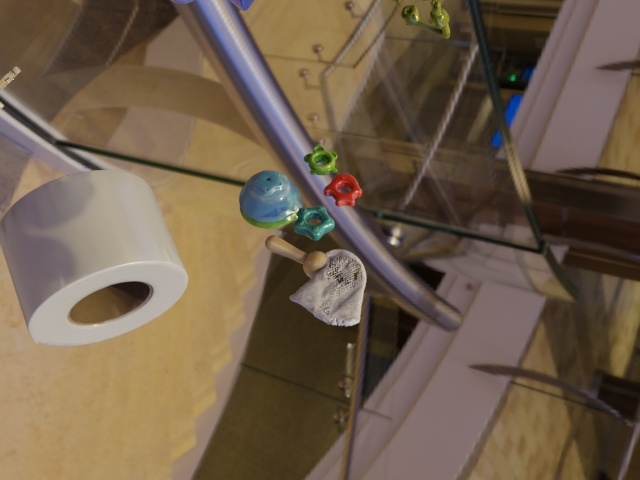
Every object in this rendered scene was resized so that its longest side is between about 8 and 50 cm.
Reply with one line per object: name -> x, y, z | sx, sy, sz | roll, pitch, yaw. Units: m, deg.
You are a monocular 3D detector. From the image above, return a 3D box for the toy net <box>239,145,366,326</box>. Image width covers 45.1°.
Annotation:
toy net -> 0.000, 0.000, 0.797 | 0.122, 0.232, 0.045 | -17, 143, -14

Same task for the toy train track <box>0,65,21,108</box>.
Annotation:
toy train track -> -0.475, -0.225, 1.135 | 0.083, 0.014, 0.048 | -47, 111, -10

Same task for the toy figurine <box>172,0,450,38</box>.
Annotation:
toy figurine -> -0.051, -0.278, 0.758 | 0.217, 0.362, 0.191 | -47, 171, -17

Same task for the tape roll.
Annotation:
tape roll -> -0.345, 0.030, 1.178 | 0.246, 0.169, 0.246 | -22, 157, -10
